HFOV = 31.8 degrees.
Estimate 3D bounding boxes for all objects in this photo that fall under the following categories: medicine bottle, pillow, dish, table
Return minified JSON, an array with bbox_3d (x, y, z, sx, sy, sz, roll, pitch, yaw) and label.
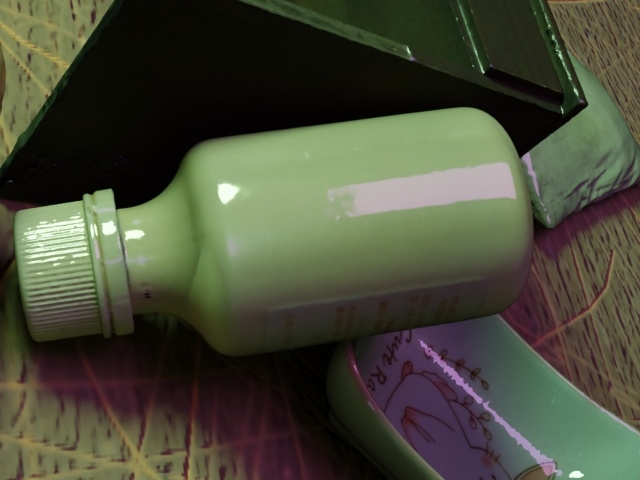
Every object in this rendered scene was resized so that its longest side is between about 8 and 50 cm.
[{"bbox_3d":[-0.025,0.001,0.574,0.252,0.114,0.114,-9,61,-12],"label":"medicine bottle"},{"bbox_3d":[0.205,-0.093,0.965,0.229,0.050,0.148,-21,81,-48],"label":"pillow"},{"bbox_3d":[0.091,0.115,0.671,0.212,0.077,0.151,43,38,-5],"label":"dish"},{"bbox_3d":[-0.035,-0.153,0.678,0.282,0.196,0.251,12,53,-36],"label":"table"}]

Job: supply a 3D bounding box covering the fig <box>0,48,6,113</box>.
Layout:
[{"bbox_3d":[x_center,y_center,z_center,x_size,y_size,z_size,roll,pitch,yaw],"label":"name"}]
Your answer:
[{"bbox_3d":[-0.227,-0.023,0.466,0.159,0.159,0.257,21,67,-30],"label":"fig"}]
